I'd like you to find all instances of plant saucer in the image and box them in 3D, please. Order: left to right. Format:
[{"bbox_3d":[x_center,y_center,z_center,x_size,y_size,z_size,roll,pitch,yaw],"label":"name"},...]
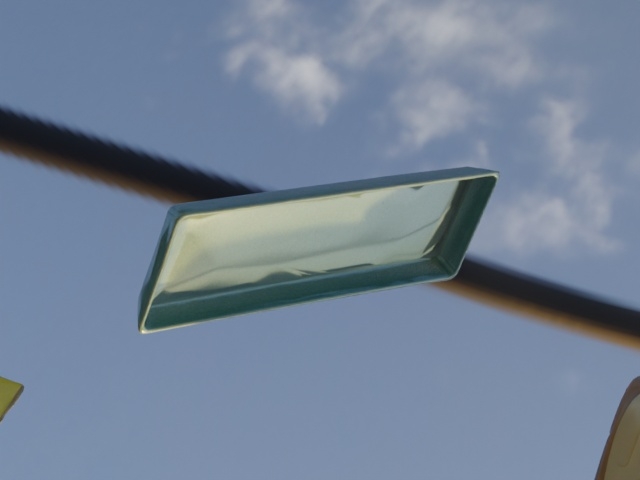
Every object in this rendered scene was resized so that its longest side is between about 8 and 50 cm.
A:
[{"bbox_3d":[0.000,0.000,0.848,0.018,0.192,0.067,46,-50,34],"label":"plant saucer"}]

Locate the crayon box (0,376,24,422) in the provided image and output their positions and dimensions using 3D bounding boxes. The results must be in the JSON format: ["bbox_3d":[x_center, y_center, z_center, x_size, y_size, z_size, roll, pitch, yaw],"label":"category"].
[{"bbox_3d":[-0.305,0.184,0.941,0.202,0.318,0.081,19,-35,16],"label":"crayon box"}]

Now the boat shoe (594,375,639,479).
[{"bbox_3d":[0.193,0.249,1.056,0.123,0.342,0.123,14,-22,16],"label":"boat shoe"}]
